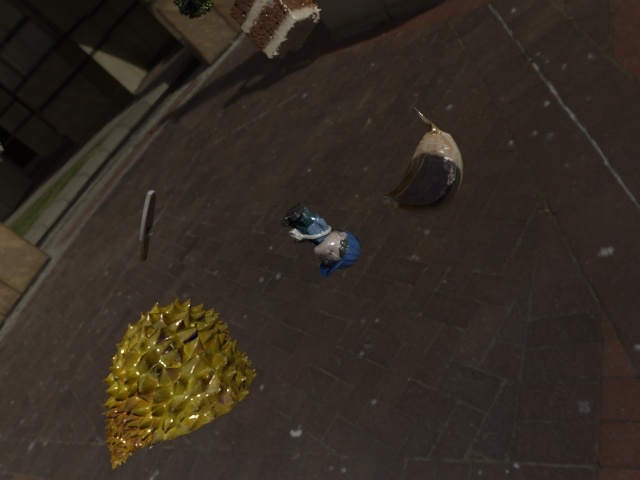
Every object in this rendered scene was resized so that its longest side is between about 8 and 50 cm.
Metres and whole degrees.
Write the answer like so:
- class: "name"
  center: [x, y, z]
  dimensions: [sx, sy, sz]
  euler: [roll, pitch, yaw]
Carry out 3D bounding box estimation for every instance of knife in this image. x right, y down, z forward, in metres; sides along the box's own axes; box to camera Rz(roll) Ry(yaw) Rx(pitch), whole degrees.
- class: "knife"
  center: [-0.332, -0.020, 1.097]
  dimensions: [0.256, 0.022, 0.046]
  euler: [-59, 7, 53]

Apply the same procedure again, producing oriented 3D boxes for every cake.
- class: "cake"
  center: [-0.092, -0.492, 1.234]
  dimensions: [0.134, 0.147, 0.135]
  euler: [-49, -6, 40]

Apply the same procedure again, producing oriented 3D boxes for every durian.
- class: "durian"
  center: [-0.161, 0.152, 0.657]
  dimensions: [0.165, 0.182, 0.132]
  euler: [59, 133, 31]

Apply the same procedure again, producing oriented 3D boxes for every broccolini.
- class: "broccolini"
  center: [-0.188, -0.378, 0.792]
  dimensions: [0.058, 0.067, 0.216]
  euler: [-30, 0, -8]

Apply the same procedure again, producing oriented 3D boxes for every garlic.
- class: "garlic"
  center: [0.201, -0.136, 1.064]
  dimensions: [0.090, 0.128, 0.198]
  euler: [-154, 83, -89]

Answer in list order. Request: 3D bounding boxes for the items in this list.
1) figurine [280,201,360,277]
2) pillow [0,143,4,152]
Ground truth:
- class: "figurine"
  center: [0.003, -0.006, 0.921]
  dimensions: [0.077, 0.136, 0.079]
  euler: [-30, 16, 44]
- class: "pillow"
  center: [-0.879, -0.285, 1.376]
  dimensions: [0.302, 0.185, 0.075]
  euler: [26, 85, 48]
